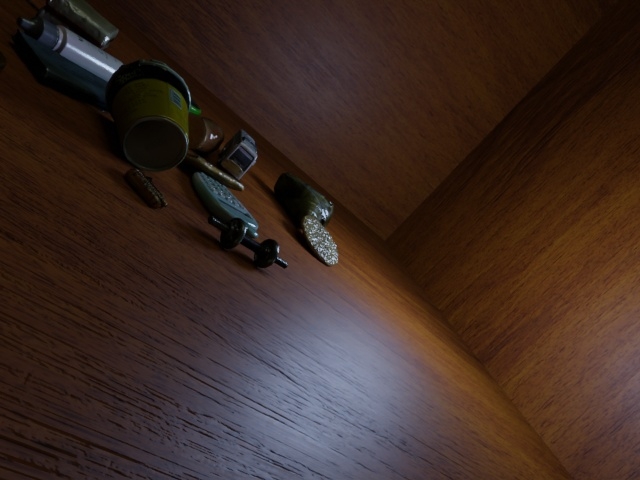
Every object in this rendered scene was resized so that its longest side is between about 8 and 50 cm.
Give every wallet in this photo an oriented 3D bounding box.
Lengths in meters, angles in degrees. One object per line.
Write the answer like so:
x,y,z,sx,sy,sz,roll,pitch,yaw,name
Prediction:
-0.599,-0.403,1.292,0.191,0.046,0.379,46,12,22,wallet

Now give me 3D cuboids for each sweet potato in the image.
-0.395,-0.365,1.711,0.131,0.131,0.336,44,12,3,sweet potato

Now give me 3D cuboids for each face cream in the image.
-0.674,-0.514,1.330,0.092,0.092,0.311,47,12,19,face cream

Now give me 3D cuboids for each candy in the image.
-0.747,-0.659,1.518,0.179,0.135,0.321,39,11,-28,candy

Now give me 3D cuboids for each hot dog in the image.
-0.365,-0.112,1.033,0.122,0.037,0.049,44,13,11,hot dog

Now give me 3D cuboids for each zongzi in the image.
-0.102,-0.149,1.994,0.286,0.138,0.300,38,26,7,zongzi

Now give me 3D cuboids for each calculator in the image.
-0.262,-0.097,1.356,0.184,0.042,0.295,32,13,-49,calculator

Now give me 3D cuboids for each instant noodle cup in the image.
-0.407,-0.291,1.188,0.215,0.215,0.236,34,21,-42,instant noodle cup

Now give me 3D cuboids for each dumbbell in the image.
-0.169,0.008,1.177,0.254,0.081,0.082,35,13,-40,dumbbell

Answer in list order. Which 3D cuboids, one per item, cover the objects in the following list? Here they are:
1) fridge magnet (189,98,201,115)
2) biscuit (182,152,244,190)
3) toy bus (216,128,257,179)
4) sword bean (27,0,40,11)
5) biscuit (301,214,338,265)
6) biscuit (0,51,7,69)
-0.536,-0.516,1.861,0.208,0.088,0.208,42,10,-9,fridge magnet
-0.328,-0.202,1.466,0.118,0.029,0.247,11,-12,38,biscuit
-0.305,-0.325,1.836,0.097,0.138,0.342,42,8,-20,toy bus
-0.930,-0.763,1.577,0.083,0.012,0.012,43,10,8,sword bean
-0.001,0.001,1.840,0.220,0.033,0.220,45,26,-28,biscuit
-0.693,-0.394,0.947,0.175,0.026,0.124,42,9,-9,biscuit
